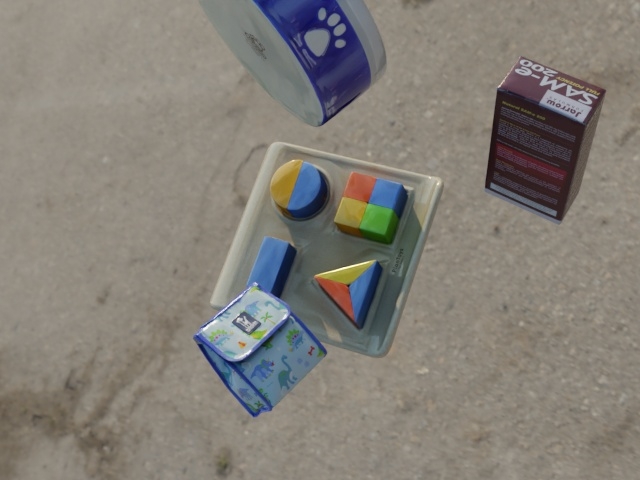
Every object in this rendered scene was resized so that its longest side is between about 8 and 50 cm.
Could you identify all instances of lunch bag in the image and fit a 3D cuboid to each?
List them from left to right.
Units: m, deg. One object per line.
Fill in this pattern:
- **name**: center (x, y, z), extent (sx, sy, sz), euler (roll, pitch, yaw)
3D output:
- **lunch bag**: center (-0.088, 0.151, 1.406), extent (0.129, 0.151, 0.096), euler (-42, 1, -30)

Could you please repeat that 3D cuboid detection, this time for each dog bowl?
- **dog bowl**: center (-0.043, -0.271, 1.212), extent (0.104, 0.265, 0.265), euler (-41, 39, -9)

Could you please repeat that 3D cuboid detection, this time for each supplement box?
- **supplement box**: center (0.311, -0.136, 1.395), extent (0.130, 0.239, 0.073), euler (27, 64, 19)

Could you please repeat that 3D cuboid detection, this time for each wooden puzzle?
- **wooden puzzle**: center (0.000, 0.000, 1.656), extent (0.348, 0.080, 0.322), euler (14, 76, 24)
